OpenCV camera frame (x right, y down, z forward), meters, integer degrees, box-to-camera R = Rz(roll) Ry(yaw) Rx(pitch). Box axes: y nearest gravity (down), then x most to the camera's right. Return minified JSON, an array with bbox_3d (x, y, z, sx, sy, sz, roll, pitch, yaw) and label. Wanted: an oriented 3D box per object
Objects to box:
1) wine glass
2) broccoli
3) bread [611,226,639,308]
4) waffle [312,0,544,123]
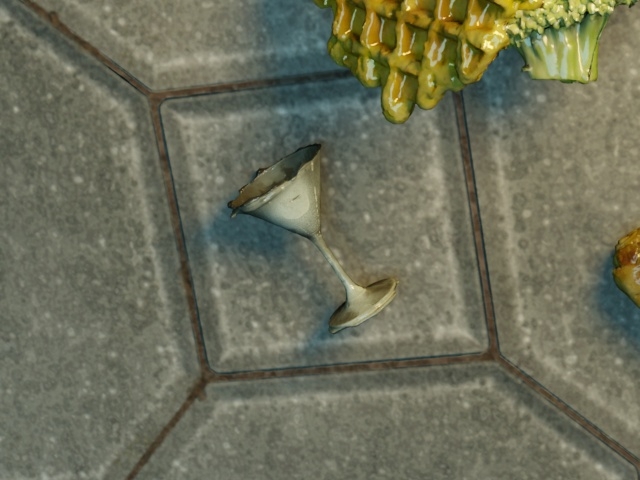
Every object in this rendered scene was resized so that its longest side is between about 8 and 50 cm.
[{"bbox_3d":[0.000,0.000,2.022,0.122,0.122,0.183,-30,106,20],"label":"wine glass"},{"bbox_3d":[0.217,-0.239,1.842,0.226,0.198,0.176,19,113,16],"label":"broccoli"},{"bbox_3d":[0.454,0.111,1.973,0.367,0.077,0.084,37,116,-2],"label":"bread"},{"bbox_3d":[0.088,-0.279,1.790,0.307,0.060,0.312,-50,58,38],"label":"waffle"}]
